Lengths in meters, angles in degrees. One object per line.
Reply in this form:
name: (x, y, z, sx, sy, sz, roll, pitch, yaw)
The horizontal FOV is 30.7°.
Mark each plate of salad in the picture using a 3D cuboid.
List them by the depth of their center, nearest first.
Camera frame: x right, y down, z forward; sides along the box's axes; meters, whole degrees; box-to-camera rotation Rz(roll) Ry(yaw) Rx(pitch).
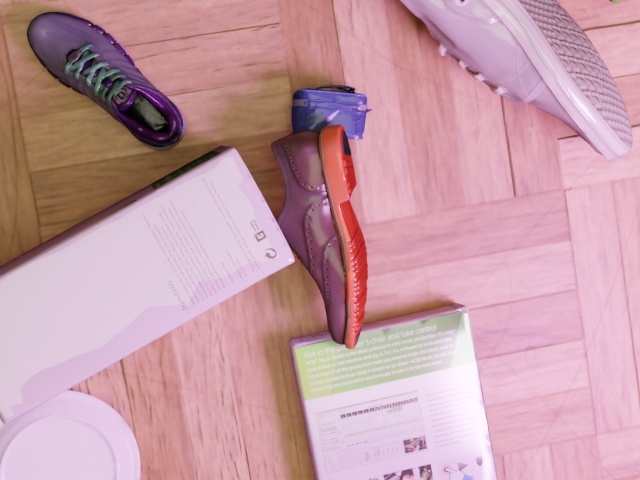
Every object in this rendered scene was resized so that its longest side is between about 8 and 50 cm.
plate of salad: (-0.322, 0.282, 1.431, 0.199, 0.048, 0.200, 0, 89, -18)

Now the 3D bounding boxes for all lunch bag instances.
lunch bag: (0.014, -0.158, 1.432, 0.098, 0.067, 0.065, 2, 95, -9)

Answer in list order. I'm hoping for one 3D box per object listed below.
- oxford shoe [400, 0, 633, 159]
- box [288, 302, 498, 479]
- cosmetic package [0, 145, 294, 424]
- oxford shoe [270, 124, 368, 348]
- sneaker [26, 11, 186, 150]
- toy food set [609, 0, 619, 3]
oxford shoe: (0.215, -0.256, 1.430, 0.449, 0.169, 0.130, 41, 122, -17)
box: (0.101, 0.259, 1.494, 0.232, 0.058, 0.322, -11, 98, -8)
cosmetic package: (-0.230, 0.043, 1.348, 0.365, 0.197, 0.155, -29, 99, -7)
oxford shoe: (0.000, 0.000, 1.407, 0.098, 0.097, 0.271, -6, 98, 10)
sneaker: (-0.247, -0.193, 1.370, 0.223, 0.098, 0.083, 37, 89, -11)
toy food set: (0.308, -0.340, 1.436, 0.218, 0.128, 0.071, 11, 114, -20)
